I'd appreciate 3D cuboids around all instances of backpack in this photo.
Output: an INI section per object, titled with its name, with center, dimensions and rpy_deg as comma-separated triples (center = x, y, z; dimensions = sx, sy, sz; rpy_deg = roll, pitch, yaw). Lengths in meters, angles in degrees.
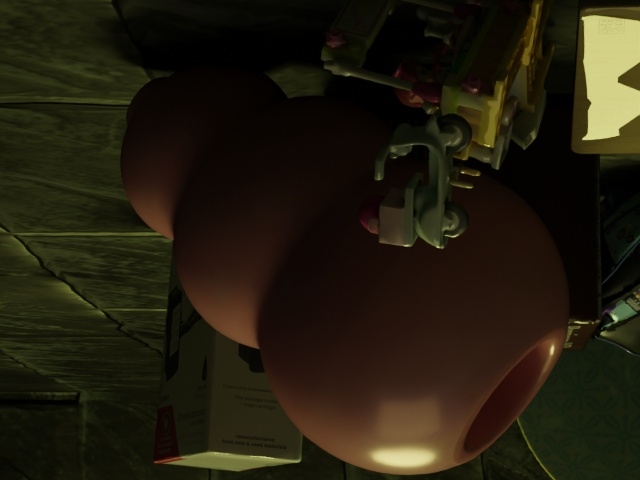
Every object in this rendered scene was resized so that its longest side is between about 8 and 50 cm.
[backpack]
center = 0.304, 0.013, 1.539
dimensions = 0.158, 0.117, 0.173
rpy_deg = 21, 123, -26

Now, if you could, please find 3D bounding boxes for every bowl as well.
[bowl]
center = 0.342, 0.121, 1.712
dimensions = 0.289, 0.289, 0.156
rpy_deg = -8, 173, 39

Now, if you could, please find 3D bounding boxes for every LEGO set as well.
[LEGO set]
center = 0.071, -0.101, 1.054
dimensions = 0.107, 0.132, 0.287
rpy_deg = 16, -159, 11

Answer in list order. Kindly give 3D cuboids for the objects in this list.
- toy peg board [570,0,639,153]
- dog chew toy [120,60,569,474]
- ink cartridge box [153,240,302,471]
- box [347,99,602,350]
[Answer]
[toy peg board]
center = 0.228, -0.124, 1.031
dimensions = 0.161, 0.079, 0.161
rpy_deg = -1, 153, 6
[dog chew toy]
center = 0.000, 0.000, 1.169
dimensions = 0.332, 0.206, 0.206
rpy_deg = 39, -178, 21
[ink cartridge box]
center = -0.084, 0.097, 1.716
dimensions = 0.100, 0.237, 0.172
rpy_deg = 8, 167, -21
[box]
center = 0.104, -0.007, 1.342
dimensions = 0.203, 0.167, 0.168
rpy_deg = 0, 169, 4
